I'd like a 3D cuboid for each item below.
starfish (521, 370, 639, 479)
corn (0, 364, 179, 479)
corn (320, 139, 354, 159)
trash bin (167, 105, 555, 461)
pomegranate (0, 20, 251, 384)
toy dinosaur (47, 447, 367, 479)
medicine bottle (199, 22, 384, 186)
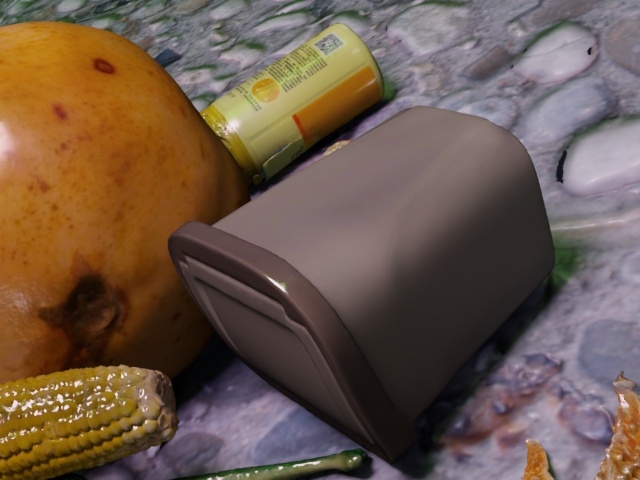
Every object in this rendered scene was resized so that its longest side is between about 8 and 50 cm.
[{"bbox_3d":[0.159,0.215,0.551,0.301,0.084,0.293,-24,36,15],"label":"starfish"},{"bbox_3d":[-0.273,0.162,0.724,0.320,0.097,0.097,-14,36,1],"label":"corn"},{"bbox_3d":[0.000,0.000,0.935,0.079,0.079,0.237,-1,52,34],"label":"corn"},{"bbox_3d":[0.048,0.022,0.766,0.250,0.219,0.220,-38,36,-24],"label":"trash bin"},{"bbox_3d":[-0.272,-0.015,0.901,0.417,0.416,0.416,-19,36,14],"label":"pomegranate"},{"bbox_3d":[-0.203,0.230,0.809,0.301,0.087,0.447,-17,2,-40],"label":"toy dinosaur"},{"bbox_3d":[-0.042,-0.165,1.145,0.239,0.124,0.124,-36,35,-9],"label":"medicine bottle"}]
